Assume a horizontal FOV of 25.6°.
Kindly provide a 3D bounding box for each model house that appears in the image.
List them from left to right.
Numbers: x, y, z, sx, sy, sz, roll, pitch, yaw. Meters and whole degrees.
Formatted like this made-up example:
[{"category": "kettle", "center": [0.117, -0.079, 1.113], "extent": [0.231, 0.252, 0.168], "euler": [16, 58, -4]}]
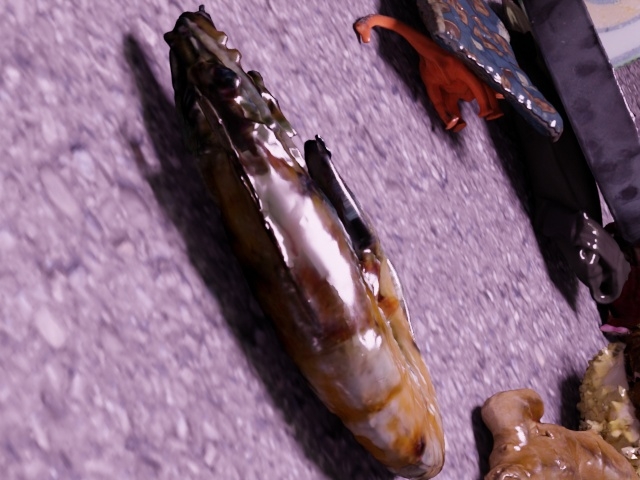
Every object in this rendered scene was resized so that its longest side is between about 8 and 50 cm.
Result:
[{"category": "model house", "center": [0.428, 0.057, 1.654], "extent": [0.164, 0.203, 0.141], "euler": [-46, 134, -74]}]

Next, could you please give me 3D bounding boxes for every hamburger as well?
[{"category": "hamburger", "center": [0.341, 0.194, 1.410], "extent": [0.261, 0.138, 0.243], "euler": [1, 70, -67]}]

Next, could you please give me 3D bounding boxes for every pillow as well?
[{"category": "pillow", "center": [0.146, -0.210, 1.386], "extent": [0.189, 0.034, 0.256], "euler": [38, 20, -33]}, {"category": "pillow", "center": [0.270, -0.188, 1.703], "extent": [0.233, 0.038, 0.130], "euler": [68, 16, 3]}]

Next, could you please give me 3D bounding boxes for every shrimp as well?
[{"category": "shrimp", "center": [0.000, 0.000, 0.969], "extent": [0.365, 0.071, 0.233], "euler": [61, 16, -14]}]

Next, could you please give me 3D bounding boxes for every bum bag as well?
[{"category": "bum bag", "center": [0.252, -0.083, 1.542], "extent": [0.326, 0.079, 0.142], "euler": [68, 17, 8]}]

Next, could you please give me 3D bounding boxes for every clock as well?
[{"category": "clock", "center": [0.309, -0.147, 1.560], "extent": [0.319, 0.066, 0.319], "euler": [-22, 90, -77]}]

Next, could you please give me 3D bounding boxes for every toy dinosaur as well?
[{"category": "toy dinosaur", "center": [0.121, -0.155, 1.356], "extent": [0.279, 0.055, 0.101], "euler": [10, 51, -61]}]

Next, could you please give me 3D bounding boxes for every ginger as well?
[{"category": "ginger", "center": [0.202, 0.202, 1.195], "extent": [0.214, 0.059, 0.133], "euler": [33, 35, -33]}]

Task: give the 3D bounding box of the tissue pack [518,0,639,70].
[{"category": "tissue pack", "center": [0.341, -0.368, 1.753], "extent": [0.311, 0.228, 0.128], "euler": [65, 13, -7]}]
